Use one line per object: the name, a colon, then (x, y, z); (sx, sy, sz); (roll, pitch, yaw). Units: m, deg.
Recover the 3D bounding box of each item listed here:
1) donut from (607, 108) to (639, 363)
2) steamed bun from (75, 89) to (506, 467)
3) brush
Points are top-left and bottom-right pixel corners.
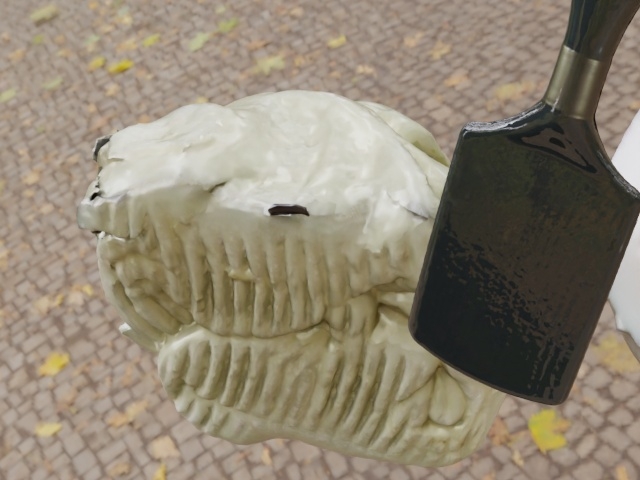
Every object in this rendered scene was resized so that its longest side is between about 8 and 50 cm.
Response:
donut: (0.401, -0.019, 0.824); (0.382, 0.142, 0.383); (-21, 61, 43)
steamed bun: (0.000, 0.000, 0.863); (0.346, 0.394, 0.237); (-35, 28, 34)
brush: (0.074, -0.031, 0.319); (0.063, 0.193, 0.016); (24, 36, 18)
